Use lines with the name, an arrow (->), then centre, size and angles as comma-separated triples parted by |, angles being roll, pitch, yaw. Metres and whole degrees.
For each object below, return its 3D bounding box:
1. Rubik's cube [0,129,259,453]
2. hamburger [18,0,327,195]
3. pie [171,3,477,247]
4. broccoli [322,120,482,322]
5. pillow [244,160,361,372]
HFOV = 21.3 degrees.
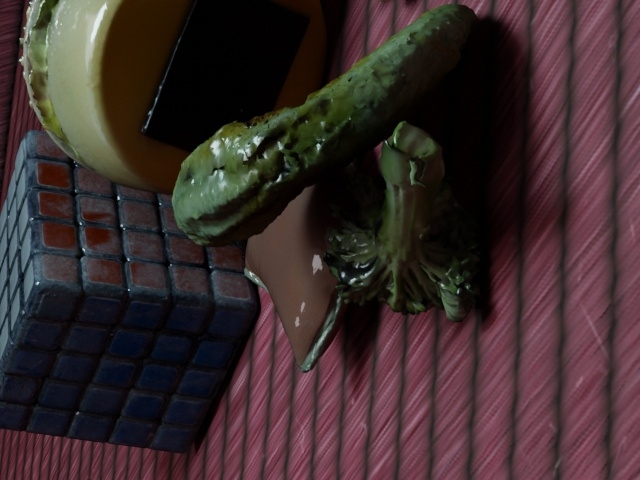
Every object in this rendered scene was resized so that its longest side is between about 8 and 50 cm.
Rubik's cube -> -0.223, 0.057, 1.793 | 0.238, 0.237, 0.237 | -102, 30, -46
hamburger -> -0.139, -0.185, 1.604 | 0.176, 0.300, 0.300 | 24, 104, 53
pie -> 0.007, -0.082, 1.286 | 0.078, 0.277, 0.277 | 59, 155, -1
broccoli -> 0.063, -0.021, 1.195 | 0.204, 0.118, 0.122 | 93, -176, -67
pillow -> 0.000, 0.000, 1.451 | 0.171, 0.075, 0.179 | -65, 27, 22
